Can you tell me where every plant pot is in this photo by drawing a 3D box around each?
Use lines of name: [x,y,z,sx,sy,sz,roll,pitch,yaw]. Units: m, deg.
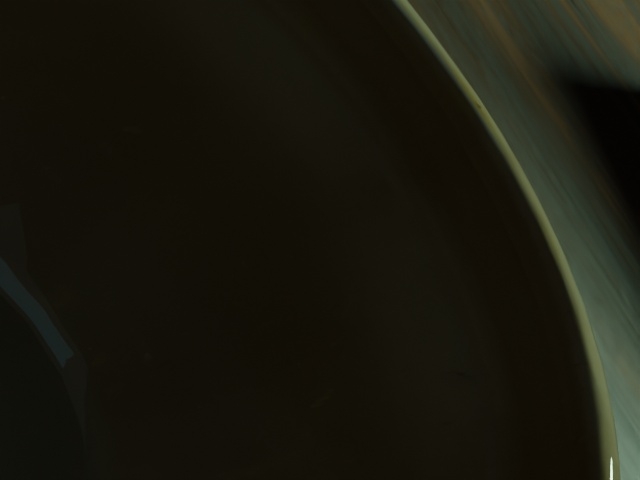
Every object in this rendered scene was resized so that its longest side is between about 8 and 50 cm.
plant pot: [-0.058,0.011,0.311,0.237,0.110,0.237,32,36,-27]

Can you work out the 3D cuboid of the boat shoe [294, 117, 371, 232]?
boat shoe: [0.000,0.000,0.438,0.228,0.080,0.076,54,9,11]
